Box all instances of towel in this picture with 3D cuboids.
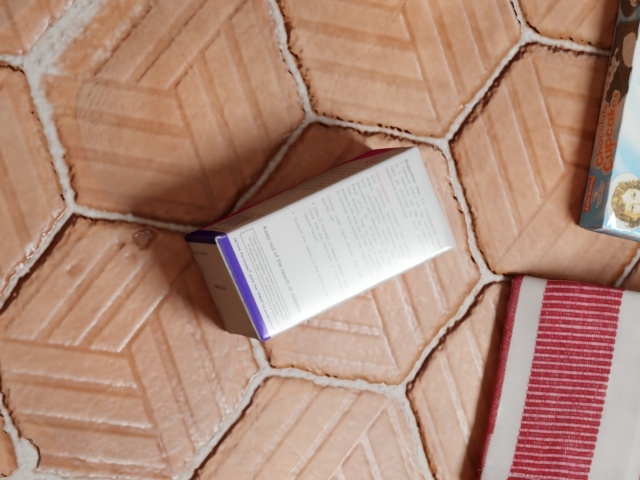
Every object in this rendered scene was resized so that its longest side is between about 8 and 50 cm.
[{"bbox_3d":[0.332,0.172,1.661,0.329,0.037,0.237,10,85,18],"label":"towel"}]

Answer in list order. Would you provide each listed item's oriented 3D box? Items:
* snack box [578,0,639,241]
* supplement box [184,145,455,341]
[{"bbox_3d":[0.395,-0.151,1.767,0.187,0.060,0.322,12,87,-19],"label":"snack box"},{"bbox_3d":[0.000,0.000,1.601,0.220,0.111,0.114,-26,100,-17],"label":"supplement box"}]
